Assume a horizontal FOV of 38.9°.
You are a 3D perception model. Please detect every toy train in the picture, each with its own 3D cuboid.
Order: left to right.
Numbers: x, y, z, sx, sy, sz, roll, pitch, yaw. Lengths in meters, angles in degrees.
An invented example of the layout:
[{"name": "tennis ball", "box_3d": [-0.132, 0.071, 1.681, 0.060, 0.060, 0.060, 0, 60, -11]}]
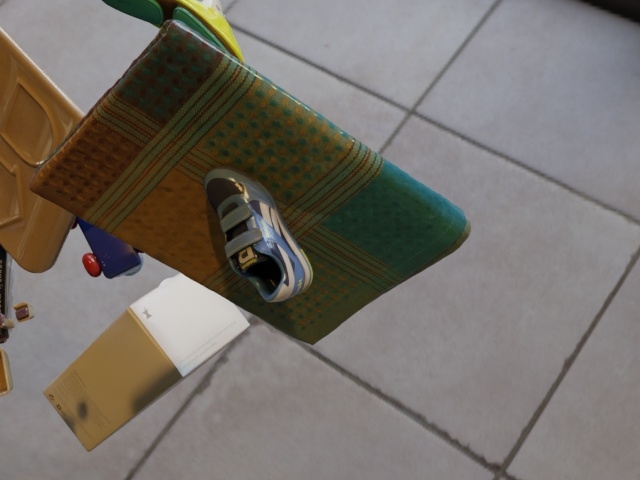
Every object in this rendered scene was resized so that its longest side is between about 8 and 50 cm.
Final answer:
[{"name": "toy train", "box_3d": [-0.369, -0.052, 1.492, 0.105, 0.143, 0.248, -28, 84, -7]}]

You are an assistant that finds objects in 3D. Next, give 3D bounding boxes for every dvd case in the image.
[{"name": "dvd case", "box_3d": [-0.576, 0.091, 1.656, 0.030, 0.239, 0.179, 1, 88, -15]}]

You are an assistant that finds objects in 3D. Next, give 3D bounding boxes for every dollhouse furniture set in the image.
[{"name": "dollhouse furniture set", "box_3d": [-0.430, 0.145, 1.198, 0.091, 0.081, 0.114, -20, 73, 15]}]

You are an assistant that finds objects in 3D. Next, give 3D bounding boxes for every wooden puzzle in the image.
[{"name": "wooden puzzle", "box_3d": [-0.485, -0.167, 1.401, 0.348, 0.322, 0.080, 42, 37, 11]}]

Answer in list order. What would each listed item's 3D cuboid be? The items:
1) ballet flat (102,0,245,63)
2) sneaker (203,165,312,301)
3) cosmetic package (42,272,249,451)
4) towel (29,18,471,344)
[{"name": "ballet flat", "box_3d": [-0.170, -0.284, 1.114, 0.231, 0.077, 0.077, 33, 58, 11]}, {"name": "sneaker", "box_3d": [-0.064, -0.005, 0.836, 0.053, 0.059, 0.144, -35, 92, 34]}, {"name": "cosmetic package", "box_3d": [-0.319, 0.211, 1.620, 0.155, 0.365, 0.197, 53, 42, 1]}, {"name": "towel", "box_3d": [-0.066, -0.037, 0.907, 0.271, 0.370, 0.040, -37, 34, 35]}]
